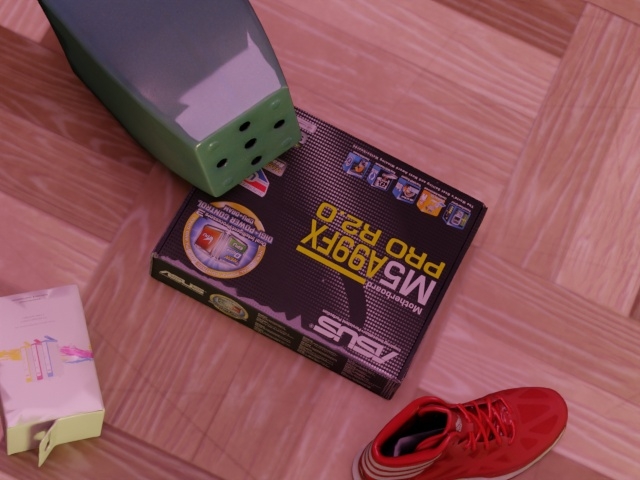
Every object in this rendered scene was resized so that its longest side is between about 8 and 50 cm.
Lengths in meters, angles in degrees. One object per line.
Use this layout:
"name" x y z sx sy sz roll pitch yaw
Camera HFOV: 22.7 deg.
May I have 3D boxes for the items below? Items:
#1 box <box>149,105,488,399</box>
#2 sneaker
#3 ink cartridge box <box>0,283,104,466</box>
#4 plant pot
"box" 0.000 0.000 1.572 0.270 0.060 0.216 28 65 4
"sneaker" 0.143 0.181 1.479 0.221 0.128 0.087 -21 73 -16
"ink cartridge box" -0.253 0.127 1.461 0.090 0.092 0.143 -10 70 -14
"plant pot" -0.129 -0.171 1.531 0.166 0.165 0.234 -36 65 -9
